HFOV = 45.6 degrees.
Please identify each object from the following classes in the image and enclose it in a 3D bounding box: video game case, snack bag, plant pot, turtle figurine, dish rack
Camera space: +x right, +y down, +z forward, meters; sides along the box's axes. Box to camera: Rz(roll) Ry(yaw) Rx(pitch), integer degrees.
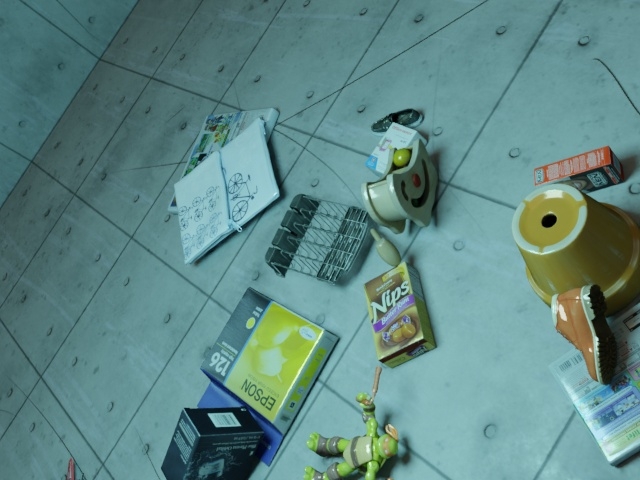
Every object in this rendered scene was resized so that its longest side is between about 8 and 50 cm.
[{"bbox_3d":[-0.281,-0.223,2.181,0.299,0.036,0.329,3,67,43],"label":"video game case"},{"bbox_3d":[-0.258,-0.138,2.051,0.342,0.037,0.323,-35,46,22],"label":"snack bag"},{"bbox_3d":[0.418,0.004,1.272,0.205,0.188,0.205,-23,50,30],"label":"plant pot"},{"bbox_3d":[0.070,0.384,1.419,0.217,0.087,0.270,-25,58,39],"label":"turtle figurine"},{"bbox_3d":[0.491,0.214,1.191,0.212,0.023,0.193,-39,44,16],"label":"video game case"},{"bbox_3d":[0.000,0.000,1.751,0.271,0.074,0.208,15,76,45],"label":"dish rack"}]

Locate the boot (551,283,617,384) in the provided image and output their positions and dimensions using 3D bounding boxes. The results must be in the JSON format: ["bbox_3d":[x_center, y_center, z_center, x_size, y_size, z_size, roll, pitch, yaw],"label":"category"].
[{"bbox_3d":[0.418,0.152,1.213,0.084,0.059,0.158,-16,83,46],"label":"boot"}]

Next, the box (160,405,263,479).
[{"bbox_3d":[-0.223,0.433,1.571,0.093,0.155,0.158,42,117,47],"label":"box"}]

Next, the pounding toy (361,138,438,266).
[{"bbox_3d":[0.135,-0.090,1.594,0.154,0.154,0.270,-16,41,35],"label":"pounding toy"}]

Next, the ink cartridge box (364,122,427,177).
[{"bbox_3d":[0.172,-0.199,1.736,0.122,0.052,0.088,-55,41,-3],"label":"ink cartridge box"}]

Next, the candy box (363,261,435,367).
[{"bbox_3d":[0.155,0.147,1.523,0.109,0.053,0.187,-31,45,25],"label":"candy box"}]

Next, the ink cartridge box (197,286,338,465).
[{"bbox_3d":[-0.141,0.287,1.693,0.303,0.072,0.307,22,78,47],"label":"ink cartridge box"}]

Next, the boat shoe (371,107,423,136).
[{"bbox_3d":[0.174,-0.283,1.797,0.142,0.040,0.049,-9,58,38],"label":"boat shoe"}]

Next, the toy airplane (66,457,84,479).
[{"bbox_3d":[-0.656,0.644,1.957,0.151,0.028,0.151,-24,48,30],"label":"toy airplane"}]

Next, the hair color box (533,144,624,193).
[{"bbox_3d":[0.471,-0.119,1.393,0.141,0.072,0.043,-17,53,35],"label":"hair color box"}]
